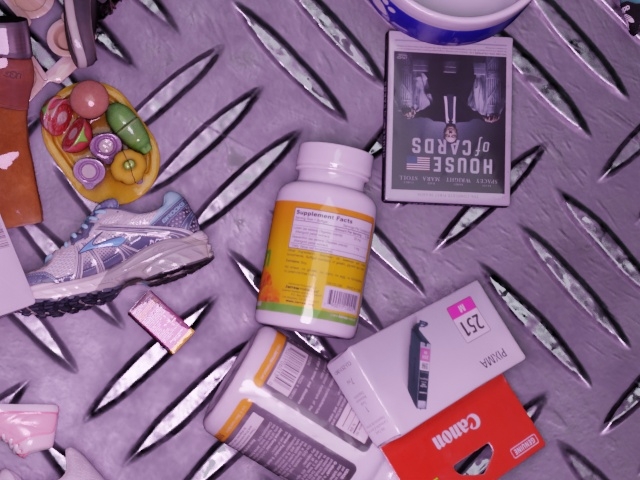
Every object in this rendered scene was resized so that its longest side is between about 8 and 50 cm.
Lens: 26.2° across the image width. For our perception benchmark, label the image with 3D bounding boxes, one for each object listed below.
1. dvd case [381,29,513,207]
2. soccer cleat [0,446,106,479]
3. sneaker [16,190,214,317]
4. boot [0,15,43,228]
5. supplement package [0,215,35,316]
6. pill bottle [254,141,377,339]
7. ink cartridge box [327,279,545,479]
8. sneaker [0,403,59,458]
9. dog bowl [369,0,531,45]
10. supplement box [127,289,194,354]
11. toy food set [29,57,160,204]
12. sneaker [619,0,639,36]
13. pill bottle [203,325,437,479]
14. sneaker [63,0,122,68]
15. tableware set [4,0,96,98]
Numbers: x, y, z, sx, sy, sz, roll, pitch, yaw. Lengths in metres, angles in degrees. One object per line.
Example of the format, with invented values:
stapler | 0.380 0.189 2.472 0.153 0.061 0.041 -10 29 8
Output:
dvd case | 0.176 -0.168 1.907 0.179 0.029 0.239 2 84 -7
soccer cleat | -0.422 0.380 1.755 0.331 0.116 0.143 -25 73 -11
sneaker | -0.289 0.017 1.805 0.283 0.110 0.122 -17 79 -17
boot | -0.496 -0.148 1.777 0.264 0.096 0.280 -2 108 -13
supplement package | -0.500 0.035 1.697 0.203 0.149 0.194 -22 89 30
pill bottle | 0.000 0.000 1.816 0.136 0.136 0.246 11 84 -6
ink cartridge box | 0.170 0.203 1.775 0.275 0.060 0.239 -24 78 -43
sneaker | -0.408 0.247 1.785 0.134 0.051 0.070 2 80 -11
dog bowl | 0.181 -0.404 1.875 0.264 0.104 0.265 1 79 -7
supplement box | -0.211 0.109 1.821 0.083 0.055 0.043 43 80 -3
toy food set | -0.303 -0.148 1.821 0.128 0.071 0.218 -37 91 -9
sneaker | 0.570 -0.329 1.939 0.302 0.108 0.121 4 86 1
pill bottle | 0.001 0.245 1.784 0.278 0.162 0.162 32 82 -5
sneaker | -0.280 -0.330 1.812 0.118 0.083 0.222 -3 68 -11
tableware set | -0.393 -0.272 1.833 0.141 0.020 0.168 44 76 5
